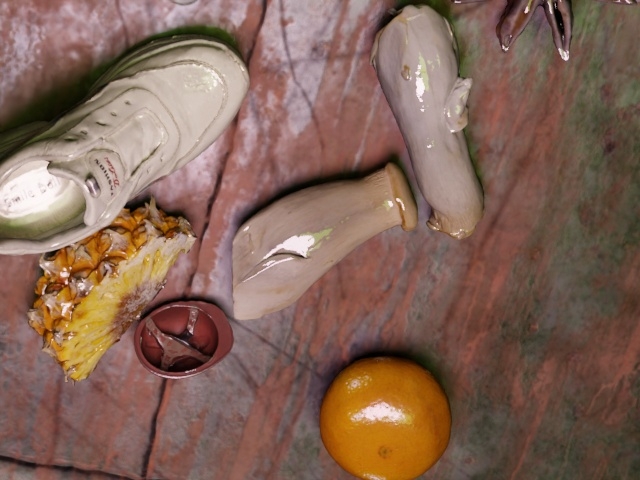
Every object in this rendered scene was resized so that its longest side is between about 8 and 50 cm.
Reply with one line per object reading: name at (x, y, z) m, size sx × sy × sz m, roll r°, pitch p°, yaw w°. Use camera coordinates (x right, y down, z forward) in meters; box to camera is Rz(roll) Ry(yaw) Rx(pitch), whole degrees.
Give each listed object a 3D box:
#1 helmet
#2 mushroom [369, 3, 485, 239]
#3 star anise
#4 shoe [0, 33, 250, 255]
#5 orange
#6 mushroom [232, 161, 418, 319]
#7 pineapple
helmet at (-0.156, 0.120, 1.659) m, size 0.111 × 0.057 × 0.089 m, roll -13°, pitch 69°, yaw -13°
mushroom at (0.123, -0.126, 1.599) m, size 0.099 × 0.096 × 0.278 m, roll -17°, pitch 112°, yaw -1°
star anise at (0.254, -0.293, 1.566) m, size 0.231 × 0.089 × 0.209 m, roll 38°, pitch 112°, yaw -14°
shoe at (-0.218, -0.083, 1.493) m, size 0.342 × 0.210 × 0.132 m, roll -29°, pitch 112°, yaw 1°
orange at (0.076, 0.206, 1.699) m, size 0.156 × 0.124 × 0.156 m, roll 3°, pitch 120°, yaw 4°
mushroom at (-0.008, -0.006, 1.623) m, size 0.247 × 0.096 × 0.108 m, roll -31°, pitch 88°, yaw -1°
pineapple at (-0.247, 0.046, 1.581) m, size 0.233 × 0.079 × 0.135 m, roll -51°, pitch 153°, yaw 6°
